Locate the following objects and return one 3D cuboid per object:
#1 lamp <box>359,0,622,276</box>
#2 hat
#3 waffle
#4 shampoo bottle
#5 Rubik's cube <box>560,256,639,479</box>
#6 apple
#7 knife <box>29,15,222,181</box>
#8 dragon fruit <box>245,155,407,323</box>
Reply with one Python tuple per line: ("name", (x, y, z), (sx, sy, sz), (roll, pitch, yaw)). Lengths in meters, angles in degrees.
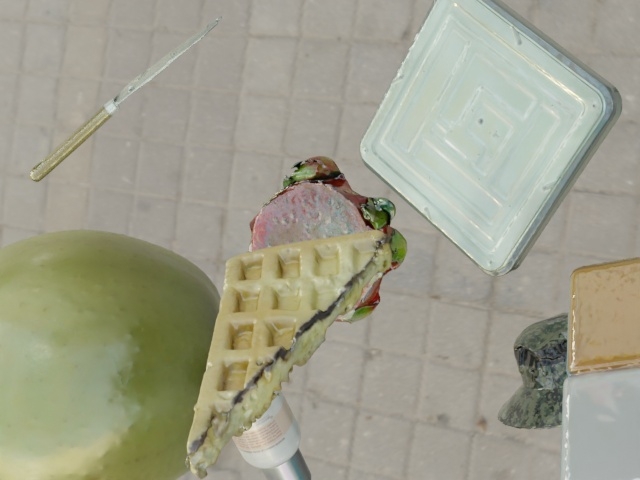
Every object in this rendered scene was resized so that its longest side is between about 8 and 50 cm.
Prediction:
("lamp", (0.189, -0.133, 1.278), (0.266, 0.047, 0.269), (44, 123, 26))
("hat", (0.368, 0.183, 1.634), (0.265, 0.265, 0.128), (-20, 96, 24))
("waffle", (-0.013, 0.053, 0.549), (0.097, 0.152, 0.023), (-7, 127, 13))
("shampoo bottle", (-0.054, 0.228, 1.220), (0.074, 0.074, 0.192), (-8, 125, 25))
("Rubik's cube", (0.441, 0.215, 0.972), (0.347, 0.346, 0.344), (-14, 54, 35))
("apple", (-0.354, 0.199, 1.673), (0.474, 0.473, 0.473), (0, 89, 26))
("knife", (-0.233, -0.171, 1.279), (0.298, 0.047, 0.017), (-39, 109, 8))
("dragon fruit", (0.000, 0.000, 0.871), (0.142, 0.175, 0.138), (0, 96, 9))
